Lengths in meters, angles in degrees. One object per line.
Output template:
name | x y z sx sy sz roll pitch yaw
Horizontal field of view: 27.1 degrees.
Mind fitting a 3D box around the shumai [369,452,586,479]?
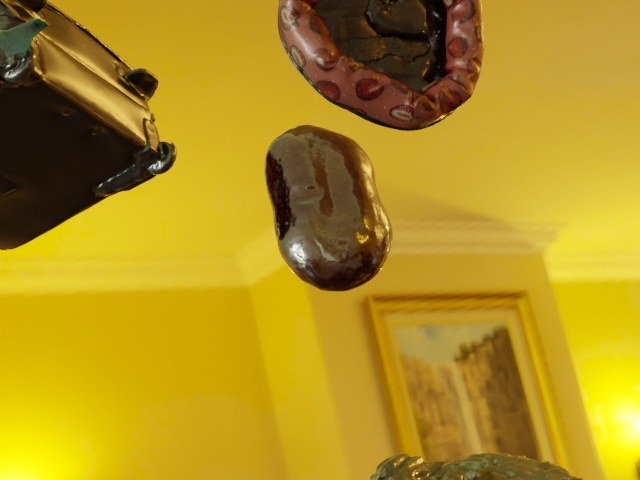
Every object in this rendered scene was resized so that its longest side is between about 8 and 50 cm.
shumai | 0.137 0.306 1.129 0.189 0.218 0.256 4 9 -13

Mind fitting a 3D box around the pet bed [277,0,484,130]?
pet bed | 0.056 -0.193 1.164 0.201 0.201 0.053 -6 -18 -20

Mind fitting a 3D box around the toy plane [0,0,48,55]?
toy plane | -0.396 -0.260 1.398 0.096 0.060 0.235 -42 -43 7

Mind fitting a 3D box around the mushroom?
mushroom | 0.000 0.000 1.620 0.148 0.227 0.217 1 -35 -9

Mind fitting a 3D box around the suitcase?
suitcase | -0.405 -0.144 1.680 0.339 0.188 0.345 -29 -30 17
